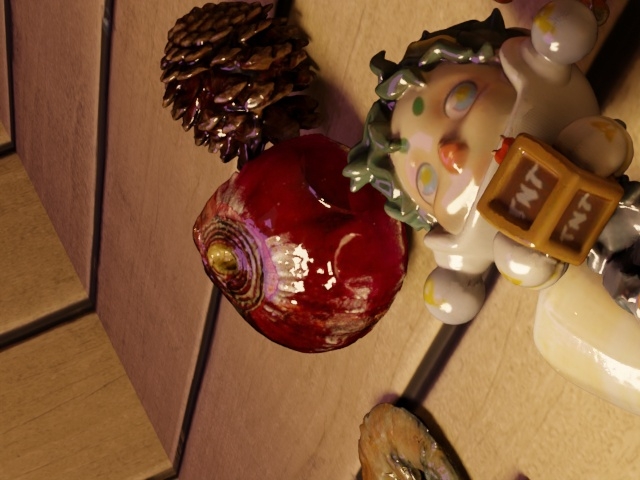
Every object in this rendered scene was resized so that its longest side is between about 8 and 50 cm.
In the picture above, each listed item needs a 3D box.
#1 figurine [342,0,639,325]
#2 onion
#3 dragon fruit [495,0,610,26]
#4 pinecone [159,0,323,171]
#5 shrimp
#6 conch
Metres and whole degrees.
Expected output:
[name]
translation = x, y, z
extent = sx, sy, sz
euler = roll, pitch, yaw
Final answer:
[figurine]
translation = 0.163, -0.041, 1.209
extent = 0.186, 0.261, 0.382
euler = 27, -170, -41
[onion]
translation = 0.003, 0.004, 1.816
extent = 0.207, 0.216, 0.206
euler = 55, 136, 21
[dragon fruit]
translation = 0.155, -0.249, 1.234
extent = 0.208, 0.133, 0.150
euler = 51, -172, -2
[pinecone]
translation = -0.096, -0.180, 1.892
extent = 0.179, 0.184, 0.205
euler = -146, 39, -68
[shrimp]
translation = 0.167, 0.386, 2.011
extent = 0.445, 0.085, 0.272
euler = 58, 154, 33
[conch]
translation = 0.287, 0.080, 1.288
extent = 0.255, 0.127, 0.158
euler = 36, 114, 22
